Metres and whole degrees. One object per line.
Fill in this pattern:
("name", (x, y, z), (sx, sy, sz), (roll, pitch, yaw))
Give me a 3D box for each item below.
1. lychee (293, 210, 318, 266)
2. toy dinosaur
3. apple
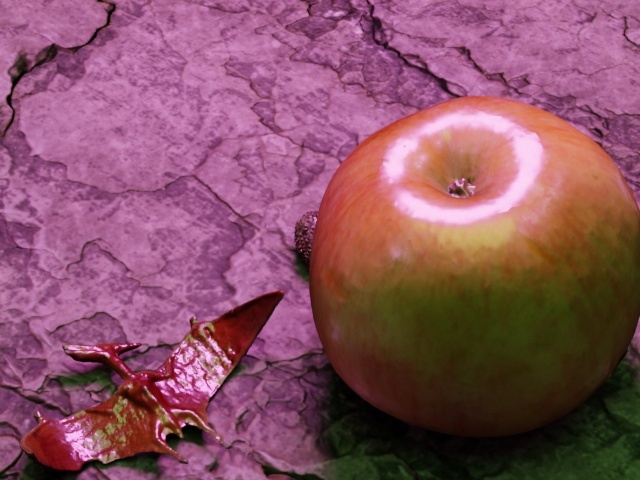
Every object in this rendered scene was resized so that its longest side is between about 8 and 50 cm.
("lychee", (0.000, 0.000, 1.873), (0.067, 0.068, 0.083), (-37, 43, -7))
("toy dinosaur", (-0.185, 0.157, 1.706), (0.327, 0.113, 0.207), (-9, 52, -13))
("apple", (0.171, 0.024, 1.689), (0.391, 0.346, 0.391), (-2, 50, 2))
